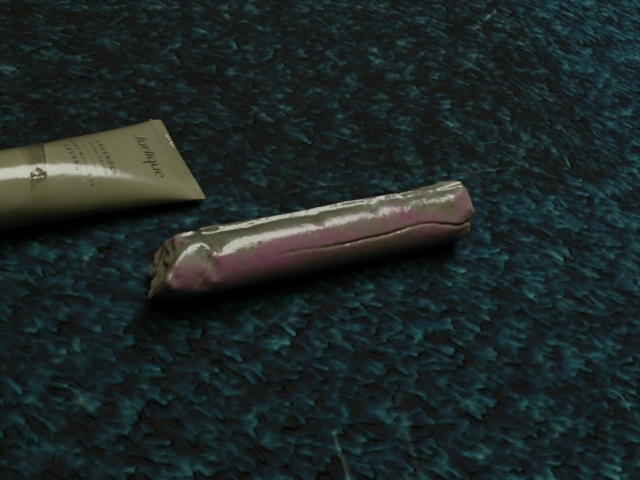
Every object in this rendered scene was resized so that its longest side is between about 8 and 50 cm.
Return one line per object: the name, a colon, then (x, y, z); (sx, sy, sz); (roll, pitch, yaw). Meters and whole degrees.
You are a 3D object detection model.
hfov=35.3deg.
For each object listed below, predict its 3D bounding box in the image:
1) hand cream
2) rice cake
hand cream: (-0.183, -0.047, 0.740); (0.186, 0.054, 0.087); (-14, 59, -34)
rice cake: (0.000, -0.001, 0.744); (0.269, 0.055, 0.049); (-11, 58, -26)
